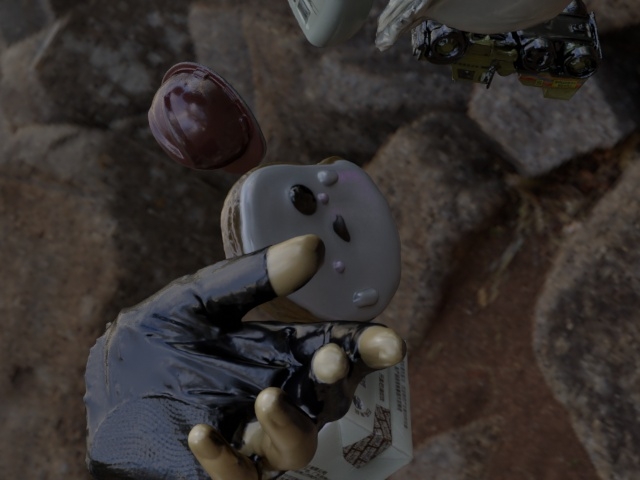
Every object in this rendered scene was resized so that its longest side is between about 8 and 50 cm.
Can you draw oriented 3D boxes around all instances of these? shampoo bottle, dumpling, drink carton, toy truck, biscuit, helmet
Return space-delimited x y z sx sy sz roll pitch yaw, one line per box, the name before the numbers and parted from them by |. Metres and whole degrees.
shampoo bottle | 0.015 -0.313 1.400 0.284 0.071 0.153 134 114 -73
dumpling | 0.223 -0.326 1.453 0.260 0.341 0.181 154 107 -80
drink carton | -0.041 0.243 1.607 0.324 0.132 0.194 -41 30 31
toy truck | 0.243 -0.267 1.812 0.127 0.257 0.127 115 158 -52
biscuit | 0.000 0.000 1.289 0.049 0.208 0.181 -33 69 42
helmet | -0.105 -0.091 1.126 0.089 0.111 0.057 -41 3 44

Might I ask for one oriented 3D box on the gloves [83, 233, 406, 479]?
gloves | -0.058 0.101 1.032 0.301 0.152 0.197 -15 73 50
